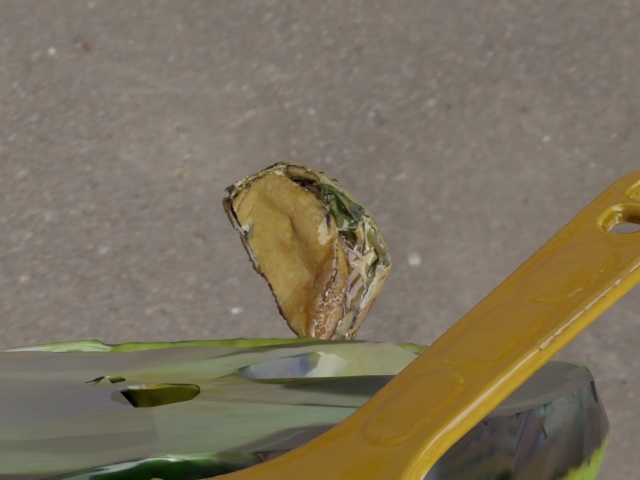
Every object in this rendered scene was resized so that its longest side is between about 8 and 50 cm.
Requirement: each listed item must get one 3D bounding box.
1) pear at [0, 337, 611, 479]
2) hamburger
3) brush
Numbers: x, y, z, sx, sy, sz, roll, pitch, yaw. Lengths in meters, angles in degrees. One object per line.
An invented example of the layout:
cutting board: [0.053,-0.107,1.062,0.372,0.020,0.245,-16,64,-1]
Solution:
pear: [-0.071,0.145,0.685,0.398,0.398,0.165,-7,95,-33]
hamburger: [0.006,0.000,1.246,0.087,0.102,0.176,19,36,-53]
brush: [0.032,0.044,0.431,0.272,0.103,0.013,-37,123,-35]
